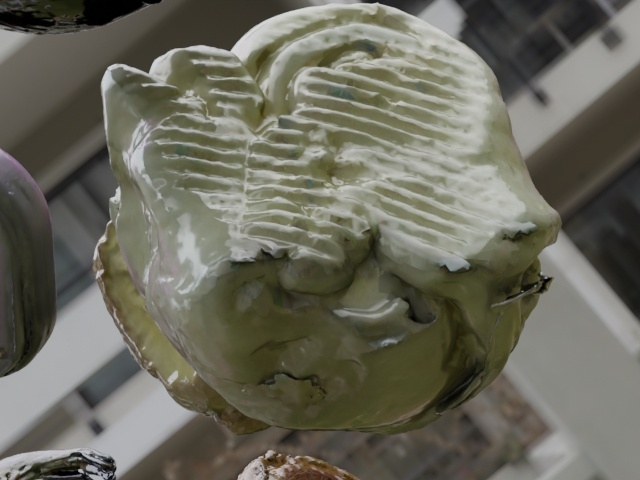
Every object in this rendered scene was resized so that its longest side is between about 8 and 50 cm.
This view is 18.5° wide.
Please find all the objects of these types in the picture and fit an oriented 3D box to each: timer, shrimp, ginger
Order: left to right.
[{"bbox_3d":[-0.283,0.006,1.338,0.069,0.208,0.191,-57,-25,-48],"label":"timer"},{"bbox_3d":[-0.238,0.215,1.589,0.152,0.046,0.219,-12,12,0],"label":"shrimp"},{"bbox_3d":[-0.054,0.062,1.442,0.130,0.275,0.221,-52,30,18],"label":"ginger"}]

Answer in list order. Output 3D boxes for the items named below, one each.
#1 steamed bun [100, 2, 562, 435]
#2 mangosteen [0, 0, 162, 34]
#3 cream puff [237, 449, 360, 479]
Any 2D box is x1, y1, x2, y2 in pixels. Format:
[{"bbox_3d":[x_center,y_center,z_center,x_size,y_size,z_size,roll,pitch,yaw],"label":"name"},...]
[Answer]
[{"bbox_3d":[0.000,0.000,1.272,0.268,0.280,0.207,-11,-38,-22],"label":"steamed bun"},{"bbox_3d":[-0.178,-0.235,1.117,0.287,0.233,0.287,-61,-3,-6],"label":"mangosteen"},{"bbox_3d":[-0.021,0.291,1.645,0.169,0.183,0.183,-59,-13,19],"label":"cream puff"}]
